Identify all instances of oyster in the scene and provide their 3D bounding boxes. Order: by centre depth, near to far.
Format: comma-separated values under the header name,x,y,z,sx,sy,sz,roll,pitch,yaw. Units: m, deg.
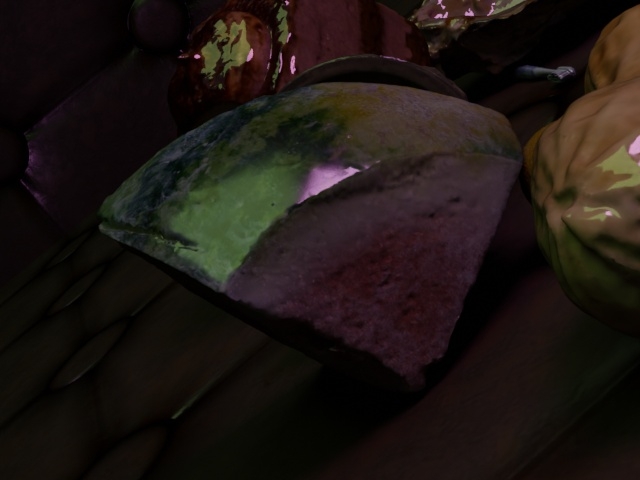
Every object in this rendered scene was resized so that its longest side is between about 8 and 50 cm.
name,x,y,z,sx,sy,sz,roll,pitch,yaw
oyster,0.235,-0.264,1.297,0.361,0.096,0.221,-28,19,10

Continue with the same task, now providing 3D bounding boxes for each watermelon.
name,x,y,z,sx,sy,sz,roll,pitch,yaw
watermelon,0.000,0.000,0.862,0.310,0.232,0.193,-13,8,-16

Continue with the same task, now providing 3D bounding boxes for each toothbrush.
name,x,y,z,sx,sy,sz,roll,pitch,yaw
toothbrush,0.227,-0.183,1.254,0.019,0.016,0.219,-27,14,-7

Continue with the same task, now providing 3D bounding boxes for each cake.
name,x,y,z,sx,sy,sz,roll,pitch,yaw
cake,-0.036,-0.165,1.220,0.196,0.293,0.199,-24,55,43

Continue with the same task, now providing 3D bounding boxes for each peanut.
name,x,y,z,sx,sy,sz,roll,pitch,yaw
peanut,0.209,-0.057,0.686,0.147,0.147,0.305,-25,18,41

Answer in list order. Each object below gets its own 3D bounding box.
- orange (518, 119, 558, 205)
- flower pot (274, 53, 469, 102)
name,x,y,z,sx,sy,sz,roll,pitch,yaw
orange,0.187,-0.050,0.825,0.085,0.085,0.095,-40,0,-3
flower pot,0.066,-0.075,1.010,0.212,0.212,0.202,-32,6,25
